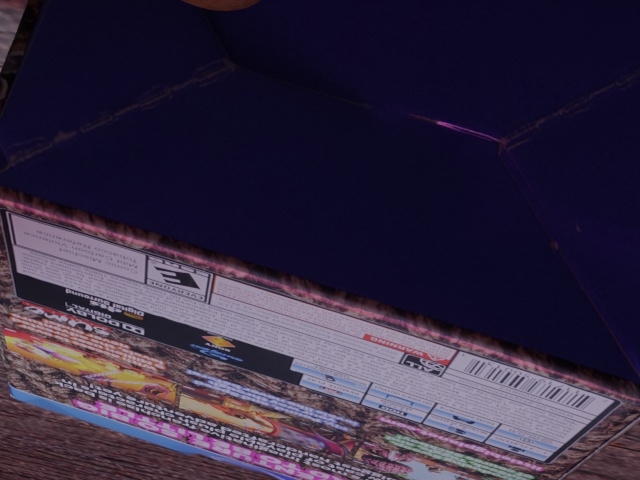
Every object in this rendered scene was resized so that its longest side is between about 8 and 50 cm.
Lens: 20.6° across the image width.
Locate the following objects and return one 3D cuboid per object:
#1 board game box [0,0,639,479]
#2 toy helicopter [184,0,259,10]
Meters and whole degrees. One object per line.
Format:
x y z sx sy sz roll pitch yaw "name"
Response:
0.000 0.000 0.698 0.232 0.141 0.291 18 161 -1 "board game box"
-0.123 -0.105 0.409 0.140 0.235 0.355 -26 172 38 "toy helicopter"
